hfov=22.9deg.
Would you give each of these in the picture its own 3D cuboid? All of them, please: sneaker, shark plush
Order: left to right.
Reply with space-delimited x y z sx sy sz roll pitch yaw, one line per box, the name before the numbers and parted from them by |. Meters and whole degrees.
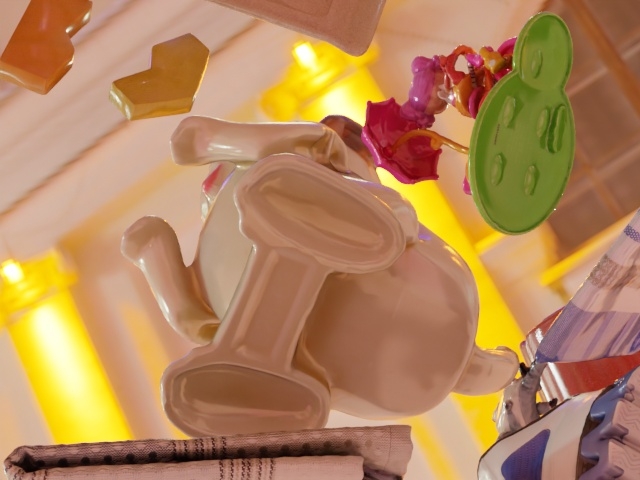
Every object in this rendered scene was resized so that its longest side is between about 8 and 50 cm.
shark plush | 0.245 0.187 1.850 0.067 0.073 0.161 9 -64 -1
sneaker | 0.199 0.249 1.295 0.315 0.127 0.182 -63 18 -20

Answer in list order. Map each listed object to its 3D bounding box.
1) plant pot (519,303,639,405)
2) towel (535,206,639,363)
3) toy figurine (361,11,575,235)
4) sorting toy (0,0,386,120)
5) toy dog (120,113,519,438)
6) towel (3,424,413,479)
plant pot | 0.399 0.201 1.999 0.272 0.265 0.272 -24 -17 -8
towel | 0.307 -0.007 1.346 0.285 0.034 0.209 -55 -25 17
toy figurine | 0.105 -0.101 1.255 0.130 0.159 0.173 10 -88 -47
sorting toy | -0.062 -0.197 0.948 0.229 0.307 0.041 21 -31 -3
toy dog | 0.000 0.000 1.630 0.395 0.408 0.284 8 -71 -15
towel | -0.089 0.252 1.309 0.324 0.056 0.312 -3 -37 -9
